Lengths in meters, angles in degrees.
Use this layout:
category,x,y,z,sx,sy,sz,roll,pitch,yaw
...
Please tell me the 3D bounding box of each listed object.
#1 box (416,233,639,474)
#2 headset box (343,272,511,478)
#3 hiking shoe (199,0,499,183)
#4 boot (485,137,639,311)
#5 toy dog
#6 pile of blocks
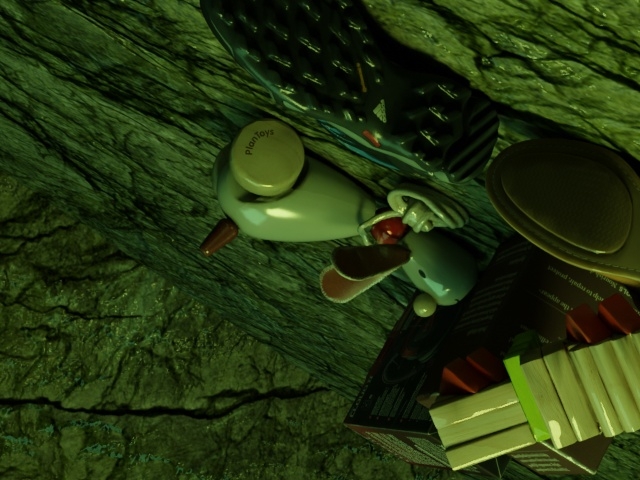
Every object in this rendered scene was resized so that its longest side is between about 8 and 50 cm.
category,x,y,z,sx,sy,sz,roll,pitch,yaw
box,0.232,0.114,1.708,0.167,0.203,0.168,31,168,-6
headset box,0.158,0.157,1.989,0.110,0.218,0.293,33,165,-16
hiking shoe,0.007,-0.138,1.443,0.304,0.113,0.132,35,165,-22
boot,0.289,0.014,1.482,0.283,0.109,0.220,17,167,18
toy dog,0.000,0.000,1.862,0.334,0.161,0.220,25,166,17
pile of blocks,0.242,0.104,1.466,0.362,0.149,0.112,-17,99,42
